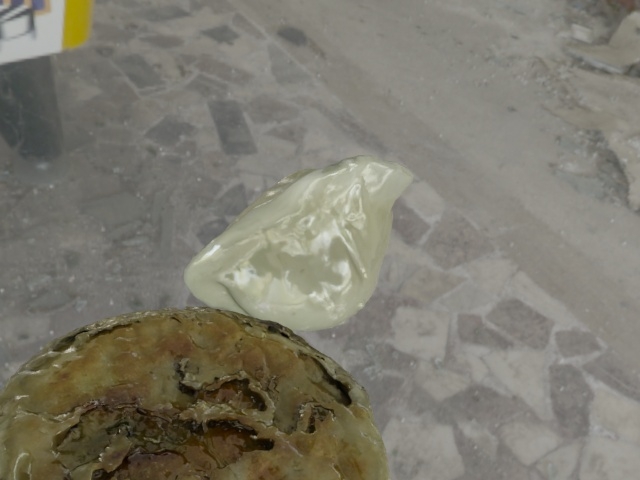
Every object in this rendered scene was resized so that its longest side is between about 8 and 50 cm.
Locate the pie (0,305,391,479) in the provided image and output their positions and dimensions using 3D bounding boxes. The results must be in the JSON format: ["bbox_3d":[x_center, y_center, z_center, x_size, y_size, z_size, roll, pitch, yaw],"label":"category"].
[{"bbox_3d":[-0.099,0.161,0.553,0.339,0.077,0.339,12,34,-8],"label":"pie"}]

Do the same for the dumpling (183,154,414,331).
[{"bbox_3d":[0.000,0.000,0.872,0.318,0.243,0.187,-20,67,-42],"label":"dumpling"}]
